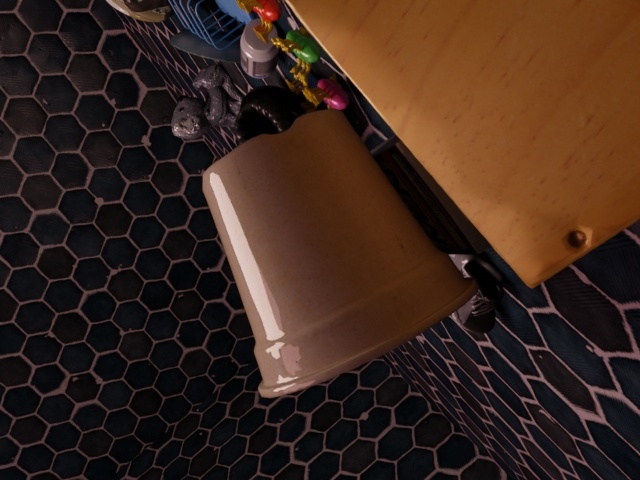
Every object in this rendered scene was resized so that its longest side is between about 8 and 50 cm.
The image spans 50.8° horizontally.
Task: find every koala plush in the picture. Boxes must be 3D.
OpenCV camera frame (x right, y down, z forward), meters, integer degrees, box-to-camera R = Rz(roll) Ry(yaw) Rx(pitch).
[{"bbox_3d":[-0.344,-0.376,1.984,0.203,0.221,0.196,54,170,-19],"label":"koala plush"}]

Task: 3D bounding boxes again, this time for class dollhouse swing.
[{"bbox_3d":[0.193,-0.186,0.640,0.346,0.305,0.315,51,129,6],"label":"dollhouse swing"}]

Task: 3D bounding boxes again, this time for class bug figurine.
[{"bbox_3d":[-0.034,-0.315,1.179,0.216,0.072,0.279,52,179,42],"label":"bug figurine"}]

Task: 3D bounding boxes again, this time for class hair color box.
[{"bbox_3d":[0.158,-0.079,1.056,0.185,0.114,0.374,53,171,-5],"label":"hair color box"}]

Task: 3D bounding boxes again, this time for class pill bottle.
[{"bbox_3d":[-0.120,-0.380,1.335,0.078,0.078,0.137,51,171,1],"label":"pill bottle"}]

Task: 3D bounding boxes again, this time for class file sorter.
[{"bbox_3d":[-0.226,-0.479,1.382,0.170,0.104,0.118,41,167,45],"label":"file sorter"}]

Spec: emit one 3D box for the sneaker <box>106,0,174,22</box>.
[{"bbox_3d":[-0.525,-0.747,1.731,0.410,0.158,0.182,49,154,-18],"label":"sneaker"}]

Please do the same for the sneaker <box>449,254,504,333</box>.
[{"bbox_3d":[0.291,0.106,1.232,0.228,0.086,0.132,57,167,-28],"label":"sneaker"}]

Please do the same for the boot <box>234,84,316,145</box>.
[{"bbox_3d":[-0.097,-0.223,1.343,0.348,0.131,0.260,36,-159,29],"label":"boot"}]

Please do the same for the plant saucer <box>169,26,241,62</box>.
[{"bbox_3d":[-0.237,-0.443,1.501,0.195,0.195,0.037,42,127,44],"label":"plant saucer"}]

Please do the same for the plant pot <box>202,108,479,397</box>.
[{"bbox_3d":[0.000,0.000,0.934,0.305,0.334,0.334,64,171,1],"label":"plant pot"}]

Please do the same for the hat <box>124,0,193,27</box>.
[{"bbox_3d":[-0.407,-0.609,1.515,0.331,0.134,0.331,61,173,14],"label":"hat"}]
